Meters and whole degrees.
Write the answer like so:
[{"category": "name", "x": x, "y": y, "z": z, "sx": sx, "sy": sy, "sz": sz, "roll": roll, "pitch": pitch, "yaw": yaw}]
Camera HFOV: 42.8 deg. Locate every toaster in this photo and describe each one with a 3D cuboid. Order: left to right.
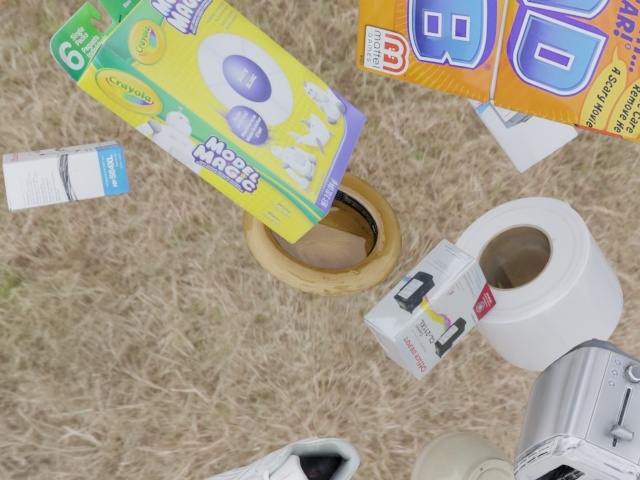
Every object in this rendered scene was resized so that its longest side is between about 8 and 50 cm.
[{"category": "toaster", "x": 0.313, "y": 0.228, "z": 0.977, "sx": 0.129, "sy": 0.227, "sz": 0.146, "roll": 26, "pitch": 60, "yaw": 2}]

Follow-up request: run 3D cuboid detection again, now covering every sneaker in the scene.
[{"category": "sneaker", "x": -0.059, "y": 0.252, "z": 0.809, "sx": 0.232, "sy": 0.115, "sz": 0.090, "roll": -26, "pitch": 75, "yaw": -32}]

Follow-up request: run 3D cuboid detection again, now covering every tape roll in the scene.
[{"category": "tape roll", "x": 0.354, "y": 0.072, "z": 1.357, "sx": 0.246, "sy": 0.169, "sz": 0.246, "roll": -24, "pitch": 43, "yaw": 25}]

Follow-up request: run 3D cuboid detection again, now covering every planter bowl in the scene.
[{"category": "planter bowl", "x": 0.223, "y": 0.359, "z": 1.168, "sx": 0.162, "sy": 0.109, "sz": 0.162, "roll": 4, "pitch": 79, "yaw": -19}]

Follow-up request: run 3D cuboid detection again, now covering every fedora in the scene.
[{"category": "fedora", "x": 0.000, "y": 0.000, "z": 1.003, "sx": 0.194, "sy": 0.079, "sz": 0.194, "roll": 4, "pitch": 58, "yaw": -6}]

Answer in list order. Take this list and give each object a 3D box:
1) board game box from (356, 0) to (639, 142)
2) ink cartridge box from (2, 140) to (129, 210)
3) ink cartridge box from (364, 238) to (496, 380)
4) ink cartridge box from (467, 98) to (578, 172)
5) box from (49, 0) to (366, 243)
[{"category": "board game box", "x": 0.286, "y": -0.385, "z": 0.952, "sx": 0.356, "sy": 0.356, "sz": 0.356, "roll": 20, "pitch": 41, "yaw": 24}, {"category": "ink cartridge box", "x": -0.456, "y": -0.119, "z": 1.457, "sx": 0.203, "sy": 0.148, "sz": 0.085, "roll": -10, "pitch": 105, "yaw": -19}, {"category": "ink cartridge box", "x": 0.167, "y": 0.106, "z": 1.229, "sx": 0.175, "sy": 0.127, "sz": 0.072, "roll": -44, "pitch": 46, "yaw": -9}, {"category": "ink cartridge box", "x": 0.312, "y": -0.306, "z": 1.482, "sx": 0.131, "sy": 0.226, "sz": 0.306, "roll": -35, "pitch": 114, "yaw": 16}, {"category": "box", "x": -0.061, "y": -0.091, "z": 0.490, "sx": 0.179, "sy": 0.043, "sz": 0.105, "roll": 35, "pitch": 44, "yaw": -14}]
